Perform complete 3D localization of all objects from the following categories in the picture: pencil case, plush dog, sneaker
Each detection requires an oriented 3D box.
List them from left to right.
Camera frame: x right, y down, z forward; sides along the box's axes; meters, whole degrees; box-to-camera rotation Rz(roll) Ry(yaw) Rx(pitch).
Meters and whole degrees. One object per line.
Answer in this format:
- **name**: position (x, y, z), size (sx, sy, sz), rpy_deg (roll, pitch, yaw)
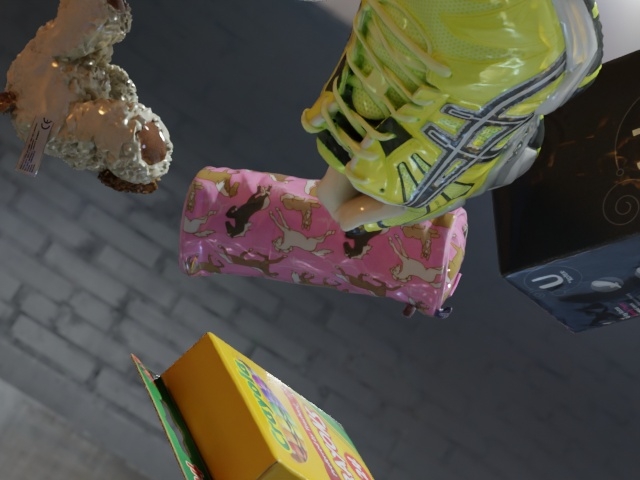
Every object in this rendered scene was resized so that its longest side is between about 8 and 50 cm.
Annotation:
- **plush dog**: position (-0.290, -0.157, 1.666), size (0.225, 0.211, 0.262), rpy_deg (47, 24, -77)
- **pencil case**: position (0.000, 0.000, 1.851), size (0.386, 0.167, 0.160), rpy_deg (11, 8, 9)
- **sneaker**: position (0.071, -0.096, 0.873), size (0.145, 0.147, 0.384), rpy_deg (51, -11, 20)

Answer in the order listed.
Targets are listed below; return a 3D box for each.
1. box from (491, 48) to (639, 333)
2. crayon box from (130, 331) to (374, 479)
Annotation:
- **box**: position (0.283, -0.053, 1.090), size (0.270, 0.165, 0.143), rpy_deg (-20, -34, 29)
- **crayon box**: position (-0.047, 0.226, 1.442), size (0.318, 0.081, 0.202), rpy_deg (40, 11, -44)
